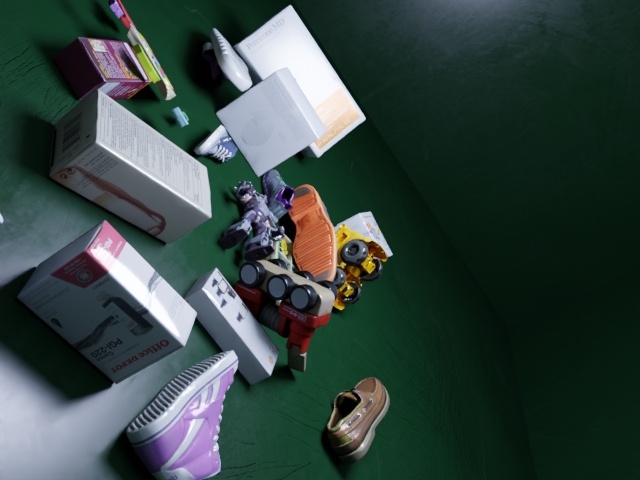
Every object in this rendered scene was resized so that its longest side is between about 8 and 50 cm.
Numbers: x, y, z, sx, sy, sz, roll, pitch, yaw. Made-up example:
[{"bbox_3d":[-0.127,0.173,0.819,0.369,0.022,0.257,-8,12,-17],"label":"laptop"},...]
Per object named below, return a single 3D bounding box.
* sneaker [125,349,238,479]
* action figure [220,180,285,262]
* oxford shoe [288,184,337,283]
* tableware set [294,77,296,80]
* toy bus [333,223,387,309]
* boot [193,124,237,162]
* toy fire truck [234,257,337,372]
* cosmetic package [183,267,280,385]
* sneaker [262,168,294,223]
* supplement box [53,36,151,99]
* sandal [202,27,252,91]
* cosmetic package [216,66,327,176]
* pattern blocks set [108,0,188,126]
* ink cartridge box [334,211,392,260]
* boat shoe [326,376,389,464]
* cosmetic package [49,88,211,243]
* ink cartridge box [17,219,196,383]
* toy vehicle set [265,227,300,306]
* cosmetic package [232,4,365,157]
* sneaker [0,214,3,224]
[{"bbox_3d":[-0.208,0.315,1.118,0.161,0.102,0.282,61,32,-9],"label":"sneaker"},{"bbox_3d":[-0.164,-0.051,1.653,0.185,0.099,0.285,46,22,-20],"label":"action figure"},{"bbox_3d":[0.000,0.000,1.819,0.133,0.130,0.364,51,21,-43],"label":"oxford shoe"},{"bbox_3d":[-0.141,-0.441,2.060,0.128,0.194,0.039,63,-13,-2],"label":"tableware set"},{"bbox_3d":[0.051,0.061,1.916,0.211,0.220,0.149,37,-5,36],"label":"toy bus"},{"bbox_3d":[-0.266,-0.241,1.691,0.086,0.069,0.190,52,21,-15],"label":"boot"},{"bbox_3d":[-0.087,0.183,1.469,0.217,0.246,0.158,22,13,27],"label":"toy fire truck"},{"bbox_3d":[-0.183,0.182,1.370,0.239,0.060,0.099,55,23,-16],"label":"cosmetic package"},{"bbox_3d":[-0.111,-0.141,1.874,0.083,0.098,0.224,45,27,-35],"label":"sneaker"},{"bbox_3d":[-0.464,-0.368,1.394,0.104,0.081,0.188,60,21,-3],"label":"supplement box"},{"bbox_3d":[-0.297,-0.531,1.927,0.169,0.102,0.416,51,7,-25],"label":"sandal"},{"bbox_3d":[-0.139,-0.349,1.896,0.224,0.224,0.138,57,22,-11],"label":"cosmetic package"},{"bbox_3d":[-0.399,-0.418,1.526,0.325,0.026,0.285,61,-2,-23],"label":"pattern blocks set"},{"bbox_3d":[0.140,0.006,2.210,0.176,0.127,0.128,62,22,6],"label":"ink cartridge box"},{"bbox_3d":[0.095,0.419,1.624,0.104,0.110,0.307,58,22,-10],"label":"boat shoe"},{"bbox_3d":[-0.364,-0.135,1.268,0.296,0.129,0.153,37,30,-45],"label":"cosmetic package"},{"bbox_3d":[-0.328,0.102,1.013,0.218,0.158,0.092,50,23,-25],"label":"ink cartridge box"},{"bbox_3d":[-0.083,0.107,1.717,0.166,0.035,0.267,47,25,-31],"label":"toy vehicle set"},{"bbox_3d":[-0.076,-0.529,2.193,0.453,0.230,0.161,52,-10,-19],"label":"cosmetic package"},{"bbox_3d":[-0.505,0.000,0.816,0.131,0.112,0.296,55,24,-24],"label":"sneaker"}]
